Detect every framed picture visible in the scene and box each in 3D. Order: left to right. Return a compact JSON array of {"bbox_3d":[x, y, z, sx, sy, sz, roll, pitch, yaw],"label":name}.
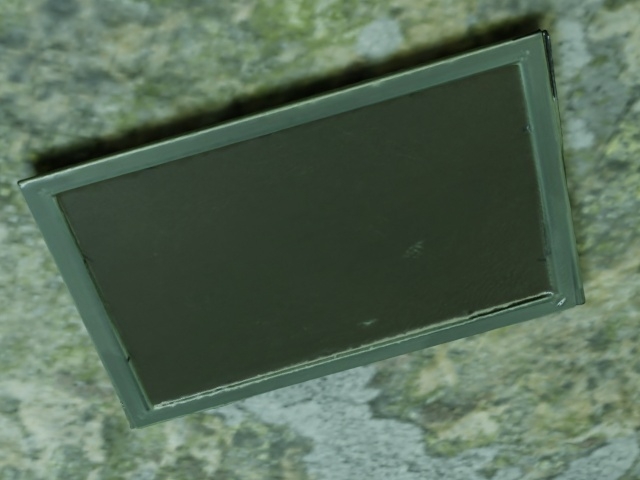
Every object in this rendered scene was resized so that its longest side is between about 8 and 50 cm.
[{"bbox_3d":[0.000,0.000,0.853,0.252,0.014,0.197,-16,136,1],"label":"framed picture"}]
